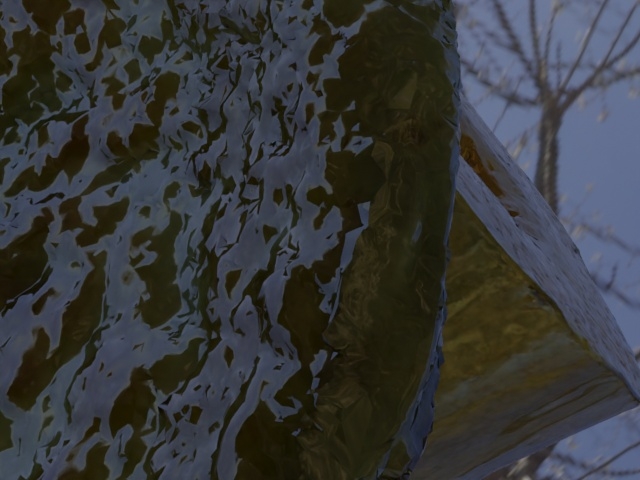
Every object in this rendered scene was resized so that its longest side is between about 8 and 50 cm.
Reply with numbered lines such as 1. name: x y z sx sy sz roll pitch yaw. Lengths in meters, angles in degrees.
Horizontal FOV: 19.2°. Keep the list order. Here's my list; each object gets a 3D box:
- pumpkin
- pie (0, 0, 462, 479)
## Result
1. pumpkin: 0.000 0.000 0.975 0.199 0.332 0.332 -40 -101 8
2. pie: -0.068 0.029 0.512 0.070 0.323 0.323 24 -110 -37
